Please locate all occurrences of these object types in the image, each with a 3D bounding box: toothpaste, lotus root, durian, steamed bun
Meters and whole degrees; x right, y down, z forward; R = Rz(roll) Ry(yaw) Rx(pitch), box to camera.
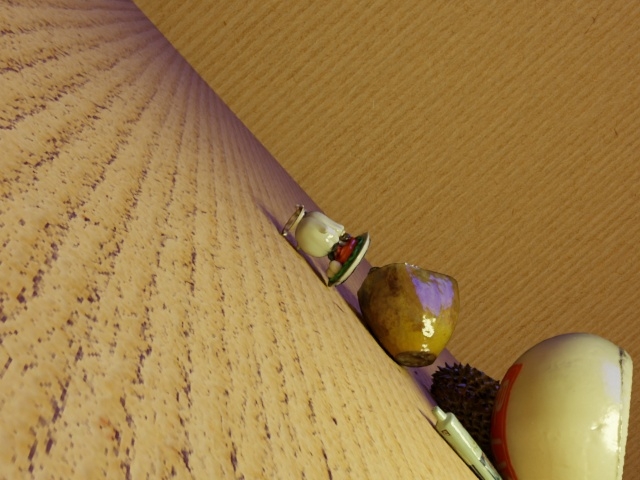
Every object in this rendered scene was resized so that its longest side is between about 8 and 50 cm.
[{"bbox_3d":[0.258,0.364,1.293,0.233,0.038,0.060,51,7,-10],"label":"toothpaste"},{"bbox_3d":[0.172,0.168,1.533,0.188,0.199,0.180,11,53,-15],"label":"lotus root"},{"bbox_3d":[0.315,0.367,1.588,0.252,0.144,0.139,42,-33,0],"label":"durian"},{"bbox_3d":[0.433,0.349,1.416,0.241,0.374,0.374,7,-10,18],"label":"steamed bun"}]

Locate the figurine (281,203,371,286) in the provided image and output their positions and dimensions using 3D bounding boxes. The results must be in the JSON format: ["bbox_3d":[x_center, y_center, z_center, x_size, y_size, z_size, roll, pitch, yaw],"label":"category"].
[{"bbox_3d":[0.000,0.000,1.465,0.153,0.132,0.132,36,6,-9],"label":"figurine"}]
